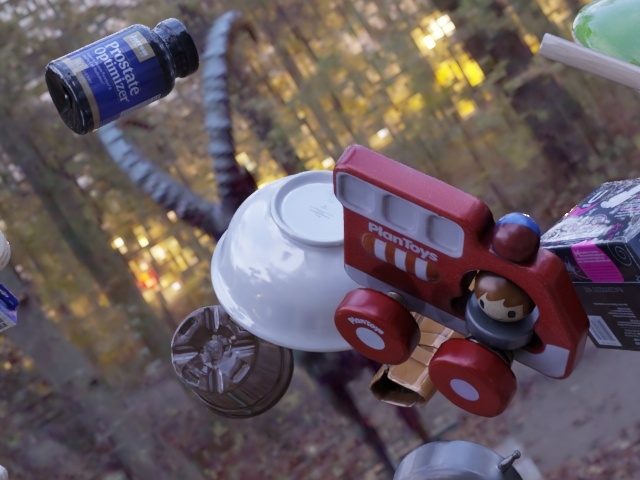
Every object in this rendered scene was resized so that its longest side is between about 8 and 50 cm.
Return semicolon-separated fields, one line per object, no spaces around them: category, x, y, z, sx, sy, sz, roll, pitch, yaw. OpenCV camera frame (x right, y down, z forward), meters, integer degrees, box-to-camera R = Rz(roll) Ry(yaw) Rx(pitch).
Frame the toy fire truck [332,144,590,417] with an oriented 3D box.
toy fire truck;0.150;0.036;1.483;0.169;0.302;0.254;-53;-23;-27

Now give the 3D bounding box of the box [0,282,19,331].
box;-0.455;0.098;1.737;0.136;0.081;0.028;-23;45;16

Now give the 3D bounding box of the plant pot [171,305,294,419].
plant pot;-0.133;0.168;1.951;0.167;0.167;0.165;-32;-14;2

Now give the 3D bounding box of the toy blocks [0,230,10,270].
toy blocks;-0.443;0.025;1.668;0.123;0.054;0.148;-20;-2;-12

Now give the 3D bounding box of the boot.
boot;0.184;0.114;1.785;0.220;0.109;0.283;-49;16;-27

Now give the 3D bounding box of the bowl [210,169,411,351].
bowl;0.000;0.000;1.853;0.298;0.298;0.134;-33;-33;-31

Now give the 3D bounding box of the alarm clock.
alarm clock;0.108;0.257;1.268;0.192;0.129;0.064;-11;25;25

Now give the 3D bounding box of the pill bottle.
pill bottle;-0.303;-0.260;2.099;0.219;0.123;0.123;-30;1;-24

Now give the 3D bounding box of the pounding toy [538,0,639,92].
pounding toy;0.288;-0.164;1.029;0.237;0.183;0.110;-31;-30;-62

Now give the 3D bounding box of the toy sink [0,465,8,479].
toy sink;-0.445;0.234;1.506;0.131;0.234;0.153;-72;-1;-55

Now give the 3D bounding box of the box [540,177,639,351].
box;0.377;0.026;1.540;0.142;0.163;0.247;-39;8;-14
